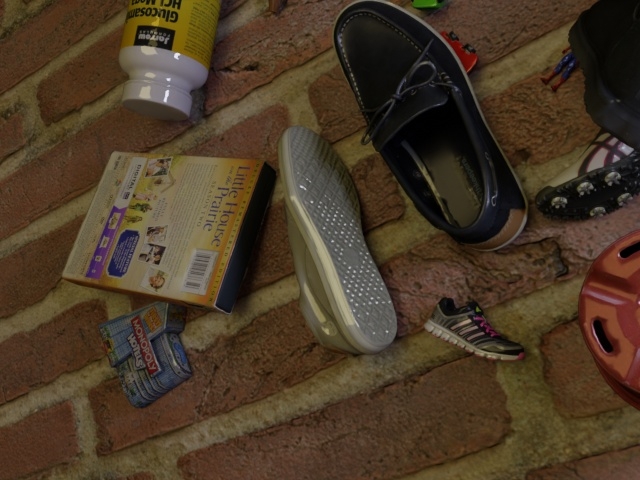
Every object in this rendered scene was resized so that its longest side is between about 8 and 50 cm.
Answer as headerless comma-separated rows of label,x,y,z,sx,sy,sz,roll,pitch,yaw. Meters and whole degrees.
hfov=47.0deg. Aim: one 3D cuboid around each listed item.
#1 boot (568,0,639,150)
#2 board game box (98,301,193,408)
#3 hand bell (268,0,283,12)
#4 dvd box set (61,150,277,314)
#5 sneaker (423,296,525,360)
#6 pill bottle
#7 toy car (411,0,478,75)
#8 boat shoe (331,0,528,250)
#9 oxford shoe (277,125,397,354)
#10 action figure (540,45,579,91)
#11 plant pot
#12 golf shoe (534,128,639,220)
boot,0.507,-0.366,0.901,0.367,0.146,0.445,-75,13,-51
board game box,-0.341,0.209,1.494,0.194,0.060,0.194,-36,64,20
hand bell,-0.069,-0.588,1.501,0.126,0.126,0.242,23,104,32
dvd box set,-0.313,-0.029,1.497,0.420,0.062,0.307,6,71,31
sneaker,0.246,0.137,1.165,0.170,0.063,0.074,20,96,37
pill bottle,-0.315,-0.431,1.543,0.188,0.188,0.333,5,82,31
toy car,0.191,-0.393,1.320,0.239,0.053,0.225,11,84,31
boat shoe,0.159,-0.205,1.200,0.187,0.156,0.500,-38,71,28
oxford shoe,0.000,0.000,1.293,0.130,0.169,0.449,-36,63,41
action figure,0.408,-0.295,1.188,0.115,0.030,0.038,-47,56,11
plant pot,0.456,0.101,0.933,0.272,0.265,0.272,-7,77,29
golf shoe,0.443,-0.124,1.103,0.273,0.105,0.120,-28,49,18
